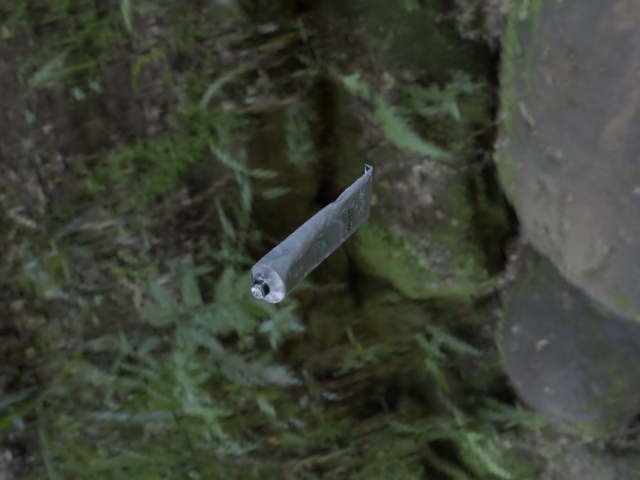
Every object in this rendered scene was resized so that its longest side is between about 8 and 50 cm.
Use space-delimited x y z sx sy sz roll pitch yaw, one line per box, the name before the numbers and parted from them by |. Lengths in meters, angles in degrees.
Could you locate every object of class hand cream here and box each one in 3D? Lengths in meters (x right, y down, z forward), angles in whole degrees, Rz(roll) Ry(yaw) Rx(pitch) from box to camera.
hand cream | 0.000 0.000 0.577 0.019 0.093 0.030 25 134 27
